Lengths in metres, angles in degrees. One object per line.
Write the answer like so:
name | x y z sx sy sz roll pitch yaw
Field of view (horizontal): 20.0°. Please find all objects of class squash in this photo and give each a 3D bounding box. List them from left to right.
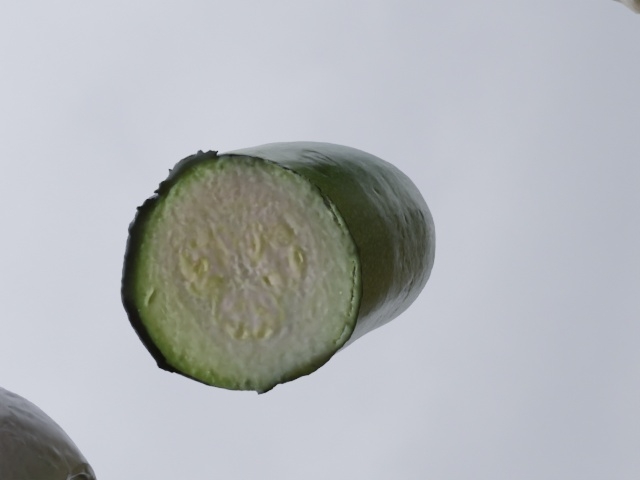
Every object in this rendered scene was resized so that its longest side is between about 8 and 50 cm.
squash | 0.000 0.000 0.746 0.188 0.095 0.095 -23 -62 -69

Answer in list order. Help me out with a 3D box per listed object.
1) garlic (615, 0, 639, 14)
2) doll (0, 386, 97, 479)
garlic | 0.129 -0.306 1.081 0.249 0.286 0.313 102 166 -63
doll | -0.244 0.123 0.788 0.151 0.287 0.151 4 -90 -81
